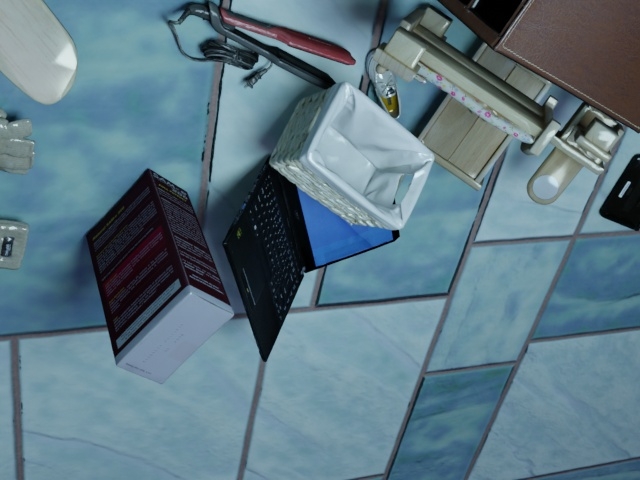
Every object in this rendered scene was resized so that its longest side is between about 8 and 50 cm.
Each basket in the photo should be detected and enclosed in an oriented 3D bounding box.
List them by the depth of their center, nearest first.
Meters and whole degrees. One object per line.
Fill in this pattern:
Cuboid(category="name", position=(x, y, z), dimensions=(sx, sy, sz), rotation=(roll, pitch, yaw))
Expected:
Cuboid(category="basket", position=(0.036, -0.099, 1.057), dimensions=(0.167, 0.103, 0.113), rotation=(36, 72, -31))

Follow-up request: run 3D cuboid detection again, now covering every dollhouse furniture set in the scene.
Cuboid(category="dollhouse furniture set", position=(0.187, -0.108, 1.000), dimensions=(0.303, 0.355, 0.173), rotation=(34, 114, 1))

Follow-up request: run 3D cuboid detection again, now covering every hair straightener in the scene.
Cuboid(category="hair straightener", position=(-0.074, -0.212, 1.015), dimensions=(0.231, 0.047, 0.089), rotation=(11, 123, -31))

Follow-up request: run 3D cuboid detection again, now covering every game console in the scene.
Cuboid(category="game console", position=(0.527, -0.084, 1.416), dimensions=(0.107, 0.071, 0.122), rotation=(22, 121, -2))

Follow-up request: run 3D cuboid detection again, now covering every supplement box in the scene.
Cuboid(category="supplement box", position=(-0.199, 0.038, 1.041), dimensions=(0.130, 0.239, 0.073), rotation=(-43, 133, 15))

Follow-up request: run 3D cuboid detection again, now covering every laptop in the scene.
Cuboid(category="laptop", position=(0.000, 0.000, 1.168), dimensions=(0.137, 0.264, 0.234), rotation=(6, 136, 20))

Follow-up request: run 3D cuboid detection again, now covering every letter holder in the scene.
Cuboid(category="letter holder", position=(0.328, -0.296, 1.040), dimensions=(0.302, 0.152, 0.214), rotation=(17, 119, -37))

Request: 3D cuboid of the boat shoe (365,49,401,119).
Cuboid(category="boat shoe", position=(0.084, -0.196, 1.106), dimensions=(0.035, 0.035, 0.100), rotation=(-22, 134, -5))

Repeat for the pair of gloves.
Cuboid(category="pair of gloves", position=(-0.436, -0.060, 0.992), dimensions=(0.204, 0.042, 0.240), rotation=(-3, 131, -26))

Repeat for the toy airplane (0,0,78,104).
Cuboid(category="toy airplane", position=(-0.393, -0.301, 0.688), dimensions=(0.385, 0.272, 0.385), rotation=(-5, 94, -33))
